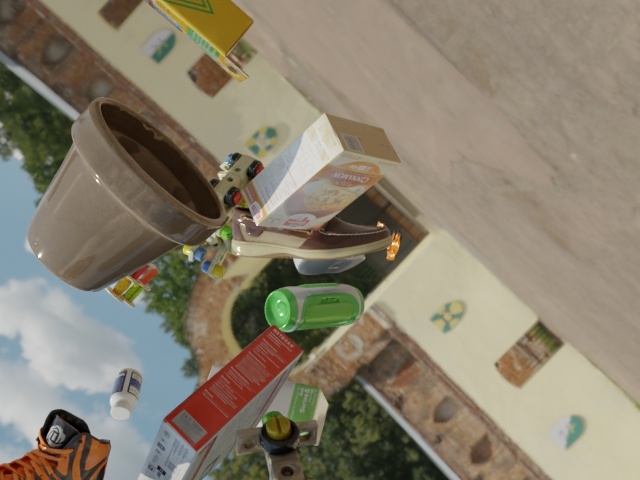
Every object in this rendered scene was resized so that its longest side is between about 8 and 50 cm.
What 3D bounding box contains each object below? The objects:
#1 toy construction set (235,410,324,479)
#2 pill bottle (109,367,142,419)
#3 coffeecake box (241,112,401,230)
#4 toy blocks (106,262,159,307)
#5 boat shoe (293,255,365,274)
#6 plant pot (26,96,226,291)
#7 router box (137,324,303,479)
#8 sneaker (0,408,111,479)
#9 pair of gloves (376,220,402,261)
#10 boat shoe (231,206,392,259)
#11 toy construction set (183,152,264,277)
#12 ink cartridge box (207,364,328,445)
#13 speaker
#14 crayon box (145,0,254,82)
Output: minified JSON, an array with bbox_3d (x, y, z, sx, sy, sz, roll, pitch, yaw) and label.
[{"bbox_3d":[-0.084,0.396,1.070,0.257,0.309,0.237,62,-178,-43],"label":"toy construction set"},{"bbox_3d":[-0.483,0.381,1.825,0.067,0.067,0.120,42,-153,-28],"label":"pill bottle"},{"bbox_3d":[0.000,-0.094,1.080,0.142,0.185,0.068,3,-124,-51],"label":"coffeecake box"},{"bbox_3d":[-0.394,0.072,1.632,0.054,0.148,0.123,41,174,15],"label":"toy blocks"},{"bbox_3d":[0.008,-0.004,2.000,0.156,0.136,0.367,63,-159,13],"label":"boat shoe"},{"bbox_3d":[-0.313,-0.046,1.128,0.263,0.229,0.263,44,-168,-11],"label":"plant pot"},{"bbox_3d":[-0.201,0.355,1.422,0.082,0.335,0.301,41,-134,12],"label":"router box"},{"bbox_3d":[-0.490,0.371,1.219,0.125,0.180,0.321,30,-168,32],"label":"sneaker"},{"bbox_3d":[0.142,0.001,1.630,0.083,0.074,0.010,25,-168,39],"label":"pair of gloves"},{"bbox_3d":[-0.024,-0.030,1.505,0.342,0.123,0.123,1,-171,20],"label":"boat shoe"},{"bbox_3d":[-0.219,-0.089,1.794,0.151,0.327,0.215,11,141,7],"label":"toy construction set"},{"bbox_3d":[-0.132,0.401,1.791,0.273,0.114,0.198,11,159,11],"label":"ink cartridge box"},{"bbox_3d":[-0.012,0.189,2.092,0.297,0.131,0.131,1,-145,-45],"label":"speaker"},{"bbox_3d":[-0.234,-0.418,1.295,0.323,0.083,0.203,40,180,-15],"label":"crayon box"}]
